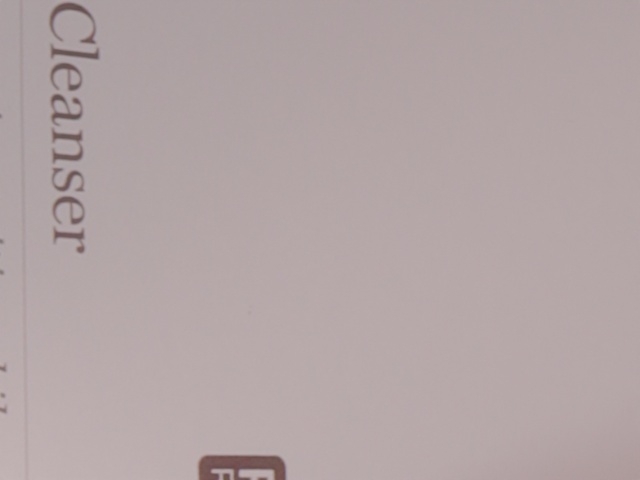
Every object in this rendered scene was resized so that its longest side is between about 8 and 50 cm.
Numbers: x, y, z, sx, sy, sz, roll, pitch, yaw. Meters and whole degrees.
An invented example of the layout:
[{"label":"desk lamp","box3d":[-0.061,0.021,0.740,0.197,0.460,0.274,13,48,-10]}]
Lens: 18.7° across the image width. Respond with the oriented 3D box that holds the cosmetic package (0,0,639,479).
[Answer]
[{"label":"cosmetic package","box3d":[0.000,0.000,0.506,0.385,0.156,0.217,2,79,-31]}]
